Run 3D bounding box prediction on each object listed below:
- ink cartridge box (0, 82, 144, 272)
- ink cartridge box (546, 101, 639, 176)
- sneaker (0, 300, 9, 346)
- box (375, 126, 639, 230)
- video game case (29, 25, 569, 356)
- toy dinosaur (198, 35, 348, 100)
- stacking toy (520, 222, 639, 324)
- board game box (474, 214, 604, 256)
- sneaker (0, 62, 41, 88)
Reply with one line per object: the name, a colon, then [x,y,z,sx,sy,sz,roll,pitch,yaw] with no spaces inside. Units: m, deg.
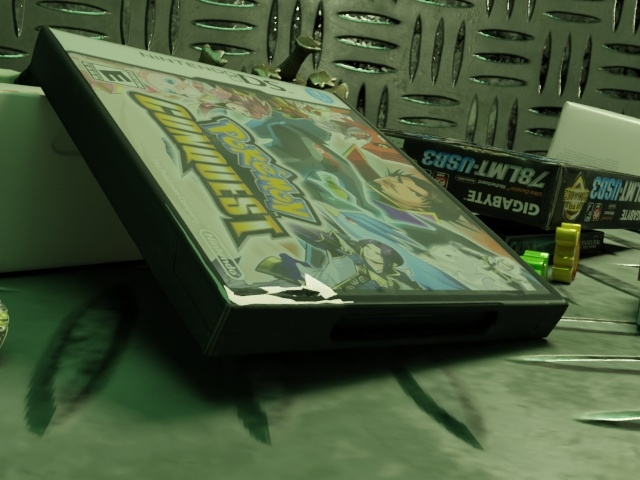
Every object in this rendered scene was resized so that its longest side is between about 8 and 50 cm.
ink cartridge box: [-0.257,-0.063,0.603,0.283,0.117,0.207,15,13,40]
ink cartridge box: [0.550,-0.114,1.242,0.309,0.130,0.271,22,16,27]
sneaker: [-0.169,0.034,0.357,0.031,0.035,0.083,12,24,-46]
box: [0.189,-0.075,0.892,0.293,0.073,0.295,19,14,36]
video game case: [-0.017,-0.037,0.479,0.248,0.035,0.275,4,33,-41]
toy dinosaur: [-0.071,-0.144,0.898,0.313,0.160,0.121,-14,52,-27]
stacking toy: [0.243,0.033,0.571,0.166,0.052,0.221,8,12,24]
board game box: [0.202,-0.007,0.837,0.186,0.026,0.126,-3,12,-42]
sneaker: [-0.257,-0.118,0.875,0.182,0.158,0.410,5,9,-44]
